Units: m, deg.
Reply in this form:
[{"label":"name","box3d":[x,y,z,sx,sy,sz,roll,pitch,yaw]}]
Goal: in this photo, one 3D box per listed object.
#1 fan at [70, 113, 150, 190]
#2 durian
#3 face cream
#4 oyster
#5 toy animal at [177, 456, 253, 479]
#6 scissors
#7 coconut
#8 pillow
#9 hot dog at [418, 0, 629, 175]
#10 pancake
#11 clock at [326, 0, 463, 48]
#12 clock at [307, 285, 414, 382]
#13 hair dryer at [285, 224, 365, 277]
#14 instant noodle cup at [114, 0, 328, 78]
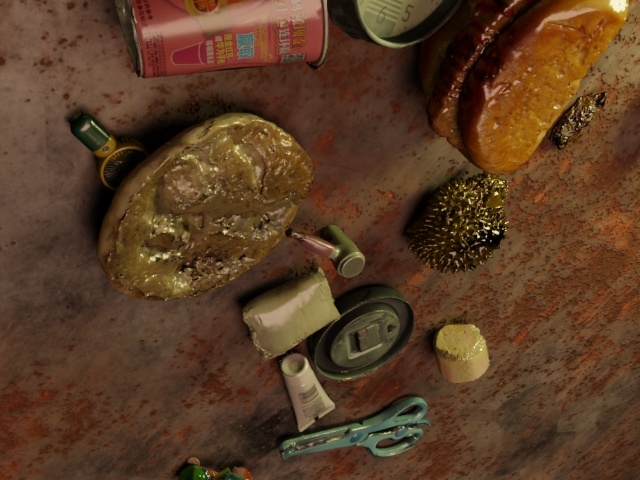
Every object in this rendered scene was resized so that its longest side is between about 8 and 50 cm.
[{"label":"fan","box3d":[-0.313,-0.136,1.634,0.082,0.039,0.155,-37,138,3]},{"label":"durian","box3d":[0.281,-0.032,2.049,0.193,0.138,0.237,7,122,-37]},{"label":"face cream","box3d":[-0.028,0.305,2.215,0.092,0.058,0.244,-34,144,-12]},{"label":"oyster","box3d":[0.488,-0.228,2.089,0.086,0.029,0.132,-6,132,-29]},{"label":"toy animal","box3d":[-0.187,0.500,2.249,0.208,0.100,0.103,31,146,-33]},{"label":"scissors","box3d":[0.077,0.426,2.406,0.392,0.032,0.180,-5,130,-31]},{"label":"coconut","box3d":[0.297,0.240,2.320,0.116,0.116,0.122,-28,138,-9]},{"label":"pillow","box3d":[-0.052,0.131,2.020,0.181,0.078,0.134,-28,137,-11]},{"label":"hot dog","box3d":[0.292,-0.295,1.755,0.223,0.185,0.405,7,132,-29]},{"label":"pancake","box3d":[-0.182,-0.047,1.758,0.386,0.082,0.387,-27,146,-19]},{"label":"clock","box3d":[0.130,-0.430,1.569,0.325,0.067,0.325,-33,140,-33]},{"label":"clock","box3d":[0.079,0.183,2.178,0.226,0.049,0.226,-19,136,-19]},{"label":"hair dryer","box3d":[0.001,0.003,1.916,0.154,0.106,0.054,21,114,-44]},{"label":"instant noodle cup","box3d":[-0.139,-0.318,1.468,0.255,0.244,0.244,-14,134,-13]}]
